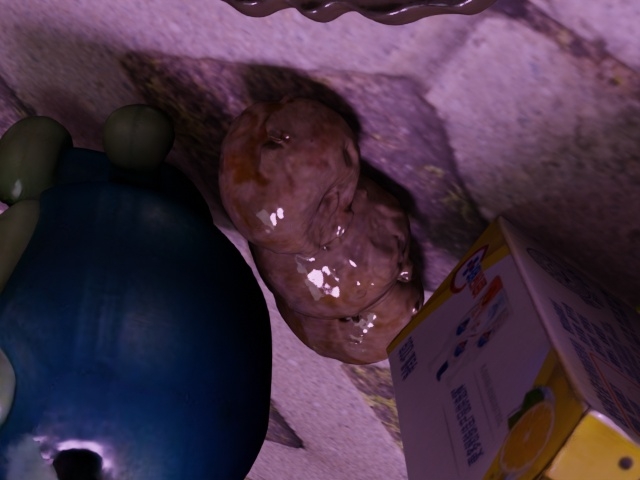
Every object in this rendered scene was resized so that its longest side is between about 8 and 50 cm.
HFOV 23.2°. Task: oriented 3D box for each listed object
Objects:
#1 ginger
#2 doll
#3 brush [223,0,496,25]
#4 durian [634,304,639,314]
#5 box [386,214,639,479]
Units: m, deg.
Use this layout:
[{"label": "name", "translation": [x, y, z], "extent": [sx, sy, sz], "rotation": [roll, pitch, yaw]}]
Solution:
[{"label": "ginger", "translation": [0.000, 0.000, 0.833], "extent": [0.104, 0.080, 0.204], "rotation": [26, 160, 23]}, {"label": "doll", "translation": [-0.119, 0.048, 0.858], "extent": [0.186, 0.322, 0.198], "rotation": [7, 122, -5]}, {"label": "brush", "translation": [0.082, -0.105, 0.524], "extent": [0.301, 0.084, 0.071], "rotation": [10, 150, 28]}, {"label": "durian", "translation": [0.268, 0.079, 0.500], "extent": [0.256, 0.204, 0.340], "rotation": [11, -159, -43]}, {"label": "box", "translation": [0.128, 0.102, 0.703], "extent": [0.168, 0.097, 0.265], "rotation": [34, -167, -12]}]
